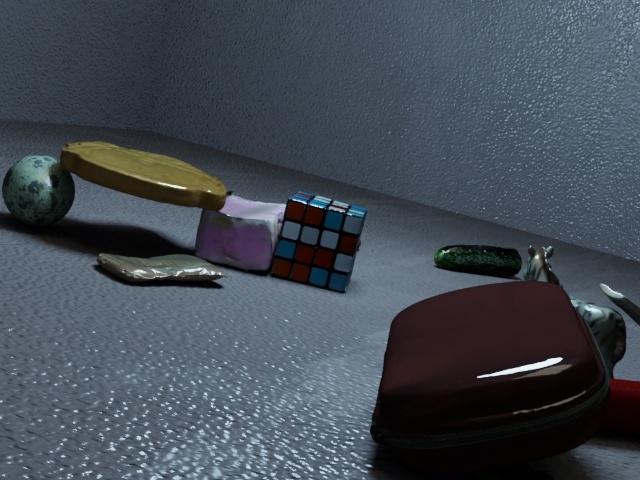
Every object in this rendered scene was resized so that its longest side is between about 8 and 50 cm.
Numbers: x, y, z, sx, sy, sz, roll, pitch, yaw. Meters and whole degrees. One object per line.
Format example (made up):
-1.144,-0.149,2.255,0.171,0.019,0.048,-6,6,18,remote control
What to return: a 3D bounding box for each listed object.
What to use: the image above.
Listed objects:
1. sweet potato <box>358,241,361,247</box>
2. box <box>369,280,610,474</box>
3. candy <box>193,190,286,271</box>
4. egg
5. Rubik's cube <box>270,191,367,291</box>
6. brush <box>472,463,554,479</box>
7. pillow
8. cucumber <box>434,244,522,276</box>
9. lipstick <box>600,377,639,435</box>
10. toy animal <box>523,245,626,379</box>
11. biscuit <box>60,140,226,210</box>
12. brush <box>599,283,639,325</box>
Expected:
0.035,-0.009,2.337,0.075,0.074,0.269,18,7,32,sweet potato
0.196,0.148,1.183,0.263,0.108,0.404,-12,11,11,box
-0.148,-0.021,2.007,0.156,0.115,0.265,13,9,4,candy
-0.525,-0.090,1.875,0.132,0.132,0.172,9,16,-22,egg
0.000,0.000,1.959,0.151,0.155,0.154,13,10,3,Rubik's cube
0.253,0.272,1.008,0.043,0.036,0.248,0,14,-37,brush
-0.268,0.046,1.701,0.211,0.034,0.135,2,16,-44,pillow
0.385,0.045,2.484,0.241,0.074,0.074,6,11,-28,cucumber
0.353,0.216,1.351,0.241,0.080,0.080,9,9,-16,lipstick
0.385,0.139,1.614,0.090,0.170,0.255,-2,33,-37,toy animal
-0.335,-0.132,1.909,0.312,0.057,0.351,15,9,-11,biscuit
0.543,0.168,1.624,0.321,0.050,0.060,38,2,-33,brush
